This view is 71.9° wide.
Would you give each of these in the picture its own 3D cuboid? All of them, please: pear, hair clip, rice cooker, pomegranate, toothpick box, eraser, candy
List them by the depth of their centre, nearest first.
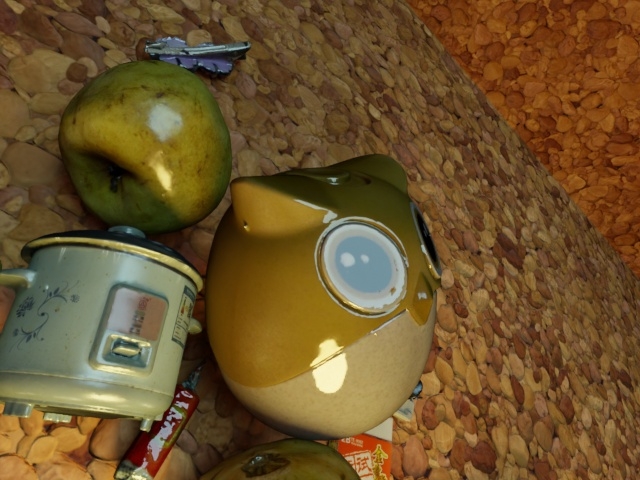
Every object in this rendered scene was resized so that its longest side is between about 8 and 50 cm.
[{"bbox_3d":[-0.062,0.471,0.651,0.332,0.332,0.333,18,58,-31],"label":"pomegranate"},{"bbox_3d":[-0.322,0.119,0.666,0.316,0.264,0.317,18,62,-37],"label":"rice cooker"},{"bbox_3d":[-0.266,0.320,0.730,0.059,0.086,0.292,36,49,-9],"label":"candy"},{"bbox_3d":[0.008,0.080,0.768,0.408,0.408,0.426,-19,117,-43],"label":"toothpick box"},{"bbox_3d":[-0.307,-0.174,0.817,0.303,0.303,0.304,18,58,-31],"label":"pear"},{"bbox_3d":[0.084,0.487,0.957,0.157,0.038,0.231,27,54,-26],"label":"eraser"},{"bbox_3d":[-0.299,-0.465,1.107,0.291,0.084,0.107,-18,85,-38],"label":"hair clip"}]

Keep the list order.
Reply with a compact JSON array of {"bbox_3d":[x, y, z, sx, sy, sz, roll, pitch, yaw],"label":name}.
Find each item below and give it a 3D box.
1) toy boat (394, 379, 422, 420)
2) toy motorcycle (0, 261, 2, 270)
[{"bbox_3d":[0.144,0.313,1.034,0.269,0.140,0.141,45,46,-31],"label":"toy boat"},{"bbox_3d":[-0.562,0.107,0.547,0.199,0.191,0.327,23,69,-24],"label":"toy motorcycle"}]
